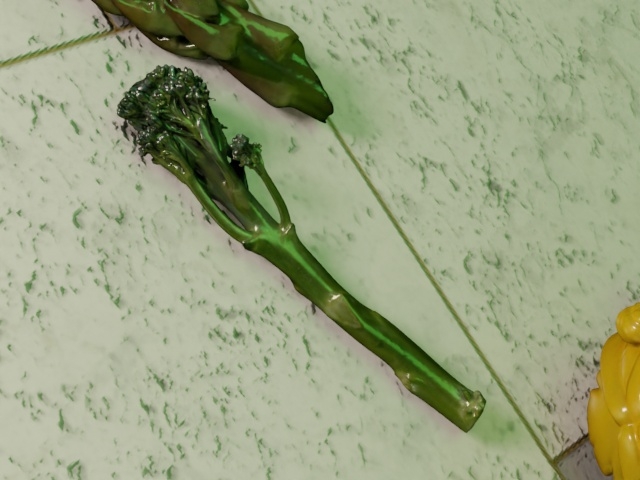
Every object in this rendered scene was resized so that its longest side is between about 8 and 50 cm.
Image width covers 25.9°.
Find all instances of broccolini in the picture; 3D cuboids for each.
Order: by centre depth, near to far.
[{"bbox_3d":[-0.002,0.002,1.123,0.392,0.074,0.079,41,56,-4],"label":"broccolini"}]

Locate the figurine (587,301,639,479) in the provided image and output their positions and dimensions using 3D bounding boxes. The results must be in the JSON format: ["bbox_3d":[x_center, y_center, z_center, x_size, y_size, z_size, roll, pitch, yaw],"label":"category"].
[{"bbox_3d":[0.361,0.149,1.192,0.323,0.196,0.320,5,67,-42],"label":"figurine"}]

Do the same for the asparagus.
[{"bbox_3d":[-0.105,-0.191,1.174,0.287,0.080,0.080,24,53,-18],"label":"asparagus"}]
